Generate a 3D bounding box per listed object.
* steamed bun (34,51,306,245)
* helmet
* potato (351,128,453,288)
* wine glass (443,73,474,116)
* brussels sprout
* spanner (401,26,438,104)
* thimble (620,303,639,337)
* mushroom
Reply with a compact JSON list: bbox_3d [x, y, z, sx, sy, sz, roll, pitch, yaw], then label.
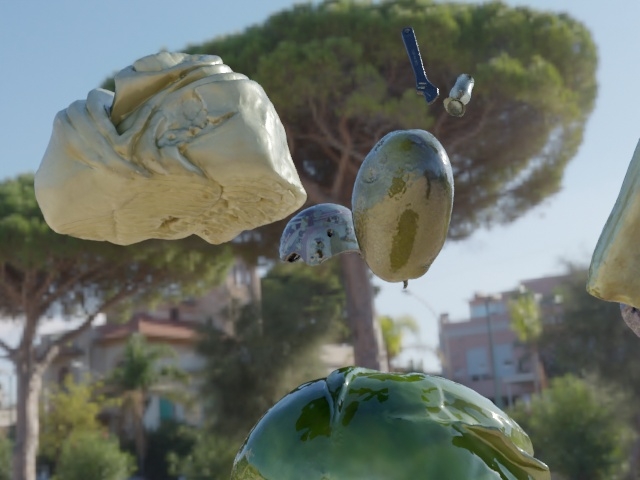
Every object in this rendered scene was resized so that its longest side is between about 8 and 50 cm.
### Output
[{"bbox_3d":[-0.190,-0.116,1.338,0.289,0.203,0.276,-16,-22,16],"label":"steamed bun"},{"bbox_3d":[0.003,-0.015,1.965,0.153,0.107,0.177,-10,9,-35],"label":"helmet"},{"bbox_3d":[0.127,-0.048,1.682,0.159,0.251,0.174,1,11,3],"label":"potato"},{"bbox_3d":[0.236,-0.250,1.826,0.042,0.083,0.039,30,-41,-6],"label":"wine glass"},{"bbox_3d":[0.077,0.320,1.362,0.361,0.342,0.425,46,-32,-24],"label":"brussels sprout"},{"bbox_3d":[0.214,-0.382,2.342,0.046,0.208,0.012,-18,-27,9],"label":"spanner"},{"bbox_3d":[0.732,0.137,2.356,0.150,0.098,0.150,10,-49,12],"label":"thimble"},{"bbox_3d":[0.422,-0.065,1.344,0.100,0.312,0.081,16,14,-6],"label":"mushroom"}]
